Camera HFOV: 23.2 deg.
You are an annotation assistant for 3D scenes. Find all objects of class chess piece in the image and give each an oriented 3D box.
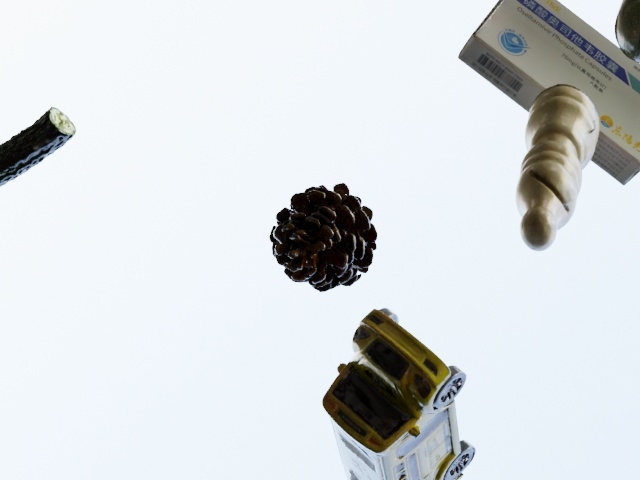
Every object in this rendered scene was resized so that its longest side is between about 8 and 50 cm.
[{"bbox_3d":[0.340,-0.088,2.301,0.139,0.124,0.307,-53,-170,40],"label":"chess piece"}]

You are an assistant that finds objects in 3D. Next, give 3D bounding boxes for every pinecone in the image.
[{"bbox_3d":[0.000,0.000,2.264,0.173,0.174,0.173,-27,-157,13],"label":"pinecone"}]

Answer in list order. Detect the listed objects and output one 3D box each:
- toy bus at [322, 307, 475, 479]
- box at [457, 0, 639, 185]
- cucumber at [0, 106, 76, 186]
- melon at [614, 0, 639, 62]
[{"bbox_3d":[0.097,0.233,2.001,0.151,0.331,0.145,-41,-120,-17],"label":"toy bus"},{"bbox_3d":[0.408,-0.264,2.525,0.200,0.343,0.065,-52,180,-39],"label":"box"},{"bbox_3d":[-0.413,-0.112,2.087,0.187,0.058,0.058,-30,-157,12],"label":"cucumber"},{"bbox_3d":[0.464,-0.311,2.179,0.098,0.131,0.098,13,-155,-6],"label":"melon"}]
